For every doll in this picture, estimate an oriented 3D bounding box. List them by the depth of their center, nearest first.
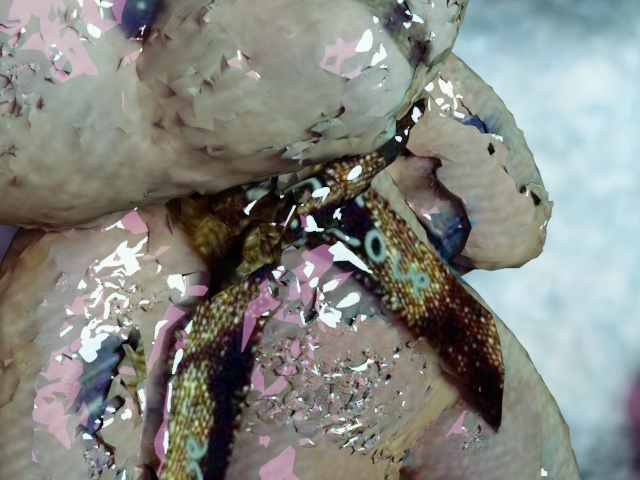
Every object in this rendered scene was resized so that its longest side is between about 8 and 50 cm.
[{"bbox_3d":[0.000,0.000,0.490,0.201,0.156,0.303,-37,104,-30],"label":"doll"}]
